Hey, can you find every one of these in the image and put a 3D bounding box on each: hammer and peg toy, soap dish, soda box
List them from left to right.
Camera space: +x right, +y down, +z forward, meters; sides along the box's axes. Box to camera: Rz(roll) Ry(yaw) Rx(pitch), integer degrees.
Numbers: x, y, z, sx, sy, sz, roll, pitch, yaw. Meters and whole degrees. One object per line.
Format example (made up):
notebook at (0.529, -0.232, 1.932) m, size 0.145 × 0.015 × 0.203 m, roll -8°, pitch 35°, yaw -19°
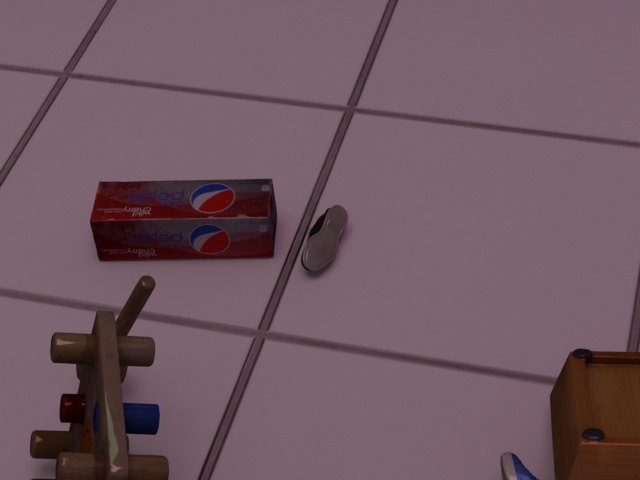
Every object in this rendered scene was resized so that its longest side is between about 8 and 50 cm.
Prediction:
hammer and peg toy at (-0.278, 0.215, 1.748) m, size 0.127 × 0.266 × 0.361 m, roll 5°, pitch 43°, yaw -17°
soda box at (-0.198, -0.030, 2.116) m, size 0.263 × 0.083 × 0.092 m, roll -1°, pitch 44°, yaw 5°
soap dish at (0.392, 0.230, 1.709) m, size 0.229 × 0.118 × 0.291 m, roll 1°, pitch 21°, yaw 7°

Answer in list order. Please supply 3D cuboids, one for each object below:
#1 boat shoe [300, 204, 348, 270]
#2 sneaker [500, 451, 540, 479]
boat shoe at (0.000, 0.000, 2.100) m, size 0.046 × 0.038 × 0.125 m, roll 37°, pitch 52°, yaw -17°
sneaker at (0.276, 0.314, 1.738) m, size 0.085 × 0.058 × 0.152 m, roll -17°, pitch 50°, yaw -4°
